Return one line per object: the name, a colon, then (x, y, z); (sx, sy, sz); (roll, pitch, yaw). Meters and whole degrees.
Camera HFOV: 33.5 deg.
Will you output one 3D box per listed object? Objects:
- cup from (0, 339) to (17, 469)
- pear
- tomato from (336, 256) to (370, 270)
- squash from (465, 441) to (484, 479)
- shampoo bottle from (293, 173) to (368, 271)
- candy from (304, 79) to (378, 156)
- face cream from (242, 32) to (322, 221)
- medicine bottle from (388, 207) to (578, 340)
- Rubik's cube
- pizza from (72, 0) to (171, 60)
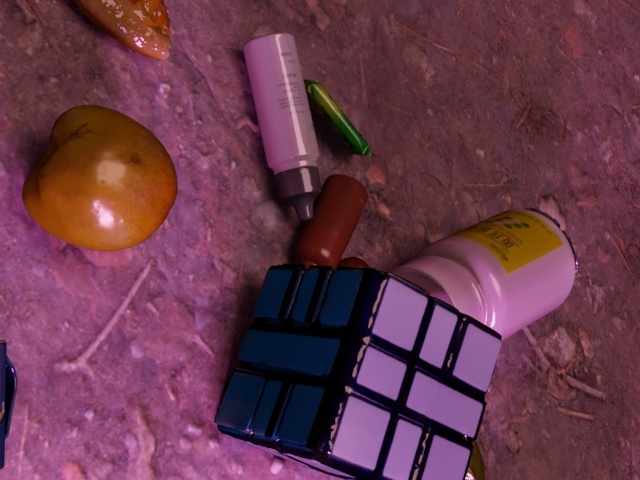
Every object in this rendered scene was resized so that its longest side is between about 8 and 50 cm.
cup: (-0.429, 0.201, 1.282); (0.176, 0.131, 0.155); (11, 73, -68)
pear: (-0.295, -0.077, 1.431); (0.200, 0.200, 0.200); (14, 69, -40)
tomato: (0.051, 0.070, 1.794); (0.075, 0.087, 0.087); (15, 63, -79)
squash: (0.258, 0.413, 1.884); (0.184, 0.085, 0.192); (-29, 100, -43)
shampoo bottle: (0.002, 0.001, 1.766); (0.085, 0.085, 0.244); (45, 54, -25)
candy: (0.025, -0.211, 1.843); (0.032, 0.102, 0.178); (-42, 111, -3)
face cream: (-0.055, -0.183, 1.756); (0.092, 0.092, 0.311); (-7, 82, -44)
medicine bottle: (0.283, 0.084, 1.913); (0.379, 0.213, 0.213); (-22, 94, -45)
Rubik's cube: (0.056, 0.213, 1.581); (0.293, 0.288, 0.283); (26, 76, -33)
pizza: (-0.332, -0.419, 1.574); (0.258, 0.087, 0.268); (7, 76, -39)
